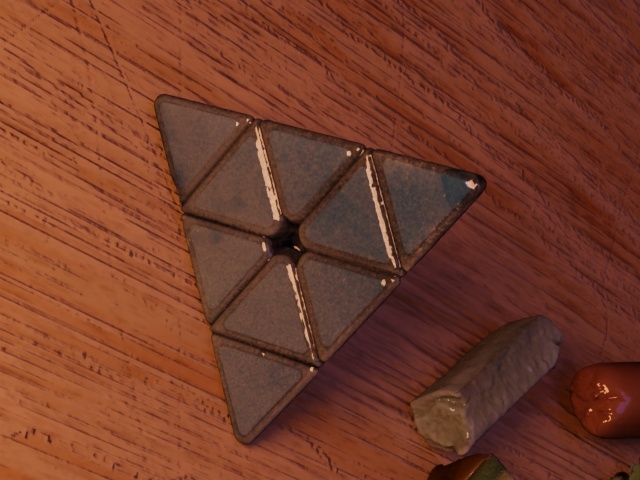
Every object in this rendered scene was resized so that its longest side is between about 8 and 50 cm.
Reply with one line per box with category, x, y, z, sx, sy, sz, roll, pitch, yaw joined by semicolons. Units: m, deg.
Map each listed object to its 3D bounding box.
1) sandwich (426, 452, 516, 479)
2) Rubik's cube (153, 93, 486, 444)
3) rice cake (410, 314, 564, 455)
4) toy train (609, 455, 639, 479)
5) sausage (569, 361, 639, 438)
sandwich;0.131;0.265;1.410;0.074;0.074;0.116;48;46;-20
Rubik's cube;-0.001;-0.002;1.335;0.233;0.228;0.228;-116;-164;-50
rice cake;0.163;0.138;1.502;0.206;0.069;0.063;-33;101;-44
toy train;0.348;0.322;1.613;0.125;0.080;0.194;50;44;-33
sausage;0.378;0.176;1.692;0.289;0.086;0.086;5;71;-43
